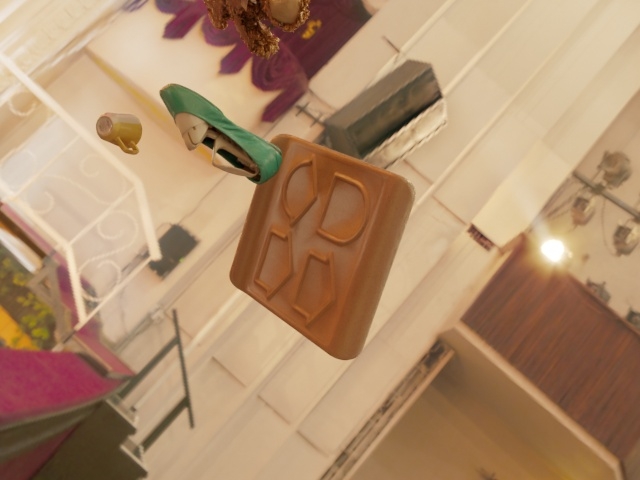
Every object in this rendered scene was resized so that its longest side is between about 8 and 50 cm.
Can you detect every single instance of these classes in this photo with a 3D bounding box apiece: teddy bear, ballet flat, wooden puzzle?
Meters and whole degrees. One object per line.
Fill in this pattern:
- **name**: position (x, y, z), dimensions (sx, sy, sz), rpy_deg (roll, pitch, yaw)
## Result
- **teddy bear**: position (-0.109, -0.470, 1.245), dimensions (0.338, 0.113, 0.245), rpy_deg (-7, -72, 65)
- **ballet flat**: position (-0.182, -0.178, 1.178), dimensions (0.247, 0.087, 0.083), rpy_deg (32, -31, -12)
- **wooden puzzle**: position (0.000, 0.000, 1.224), dimensions (0.080, 0.322, 0.348), rpy_deg (8, 14, -46)

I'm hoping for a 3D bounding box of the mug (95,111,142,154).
- **mug**: position (-0.340, -0.187, 1.148), dimensions (0.078, 0.062, 0.064), rpy_deg (24, 8, 18)
